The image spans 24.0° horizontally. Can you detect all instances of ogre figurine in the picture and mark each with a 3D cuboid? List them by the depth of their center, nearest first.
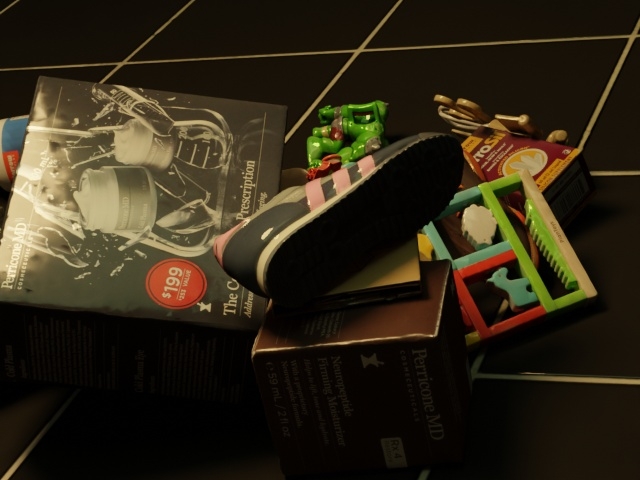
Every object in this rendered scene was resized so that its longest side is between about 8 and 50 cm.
[{"bbox_3d":[0.044,-0.158,2.294,0.118,0.097,0.197,-15,11,18],"label":"ogre figurine"}]

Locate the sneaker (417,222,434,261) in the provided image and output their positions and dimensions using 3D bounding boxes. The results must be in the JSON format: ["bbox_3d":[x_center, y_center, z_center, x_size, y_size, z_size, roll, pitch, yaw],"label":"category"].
[{"bbox_3d":[0.073,0.010,1.975,0.146,0.105,0.296,-21,31,11],"label":"sneaker"}]

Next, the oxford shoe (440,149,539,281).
[{"bbox_3d":[0.186,-0.036,1.935,0.097,0.098,0.271,-47,45,14],"label":"oxford shoe"}]

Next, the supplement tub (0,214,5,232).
[{"bbox_3d":[-0.347,0.041,1.983,0.316,0.194,0.193,-27,30,-25],"label":"supplement tub"}]

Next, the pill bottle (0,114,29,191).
[{"bbox_3d":[-0.468,-0.144,2.462,0.221,0.124,0.124,-9,27,9],"label":"pill bottle"}]

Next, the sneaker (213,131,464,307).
[{"bbox_3d":[0.020,-0.043,1.658,0.319,0.112,0.131,-30,33,-34],"label":"sneaker"}]

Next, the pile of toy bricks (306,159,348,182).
[{"bbox_3d":[0.000,0.000,1.893,0.118,0.105,0.212,15,80,52],"label":"pile of toy bricks"}]

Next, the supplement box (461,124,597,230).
[{"bbox_3d":[0.265,-0.080,2.041,0.104,0.081,0.188,-45,38,-22],"label":"supplement box"}]

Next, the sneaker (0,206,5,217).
[{"bbox_3d":[-0.538,0.002,2.262,0.227,0.087,0.130,12,34,34],"label":"sneaker"}]

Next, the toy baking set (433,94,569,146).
[{"bbox_3d":[0.257,-0.162,2.138,0.196,0.030,0.256,23,-5,8],"label":"toy baking set"}]

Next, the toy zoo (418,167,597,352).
[{"bbox_3d":[0.161,0.041,1.817,0.293,0.030,0.192,-21,66,-13],"label":"toy zoo"}]

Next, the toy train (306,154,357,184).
[{"bbox_3d":[0.033,-0.089,2.116,0.125,0.046,0.166,-20,-11,-22],"label":"toy train"}]

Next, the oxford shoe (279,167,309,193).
[{"bbox_3d":[-0.079,-0.071,2.236,0.212,0.076,0.076,3,1,34],"label":"oxford shoe"}]

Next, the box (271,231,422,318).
[{"bbox_3d":[0.029,0.020,1.680,0.164,0.021,0.201,-10,25,6],"label":"box"}]

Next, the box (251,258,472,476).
[{"bbox_3d":[0.051,0.138,1.649,0.203,0.168,0.167,-7,27,14],"label":"box"}]

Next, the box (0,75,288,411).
[{"bbox_3d":[-0.211,0.001,1.800,0.312,0.179,0.343,6,53,-2],"label":"box"}]
